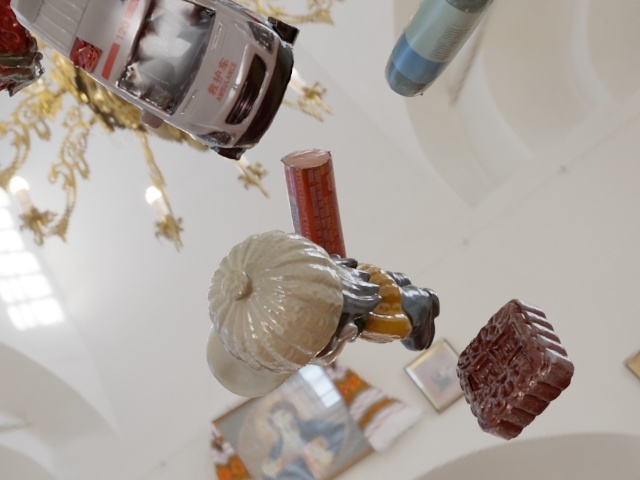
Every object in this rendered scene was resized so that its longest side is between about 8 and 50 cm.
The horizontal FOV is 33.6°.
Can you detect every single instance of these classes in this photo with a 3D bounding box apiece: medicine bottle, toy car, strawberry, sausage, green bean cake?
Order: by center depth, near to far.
[{"bbox_3d":[-0.104,-0.125,0.646,0.108,0.210,0.089,19,-77,-42],"label":"toy car"},{"bbox_3d":[0.118,-0.207,0.894,0.090,0.054,0.208,-56,0,-36],"label":"medicine bottle"},{"bbox_3d":[-0.416,-0.281,1.250,0.111,0.236,0.190,-23,-15,-11],"label":"strawberry"},{"bbox_3d":[0.228,0.153,1.276,0.056,0.135,0.135,21,-61,-28],"label":"green bean cake"},{"bbox_3d":[0.000,0.000,1.565,0.074,0.074,0.274,-19,-62,-19],"label":"sausage"}]

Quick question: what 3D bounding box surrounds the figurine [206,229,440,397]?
[{"bbox_3d":[0.008,0.072,1.352,0.332,0.185,0.204,-15,-60,-38],"label":"figurine"}]
